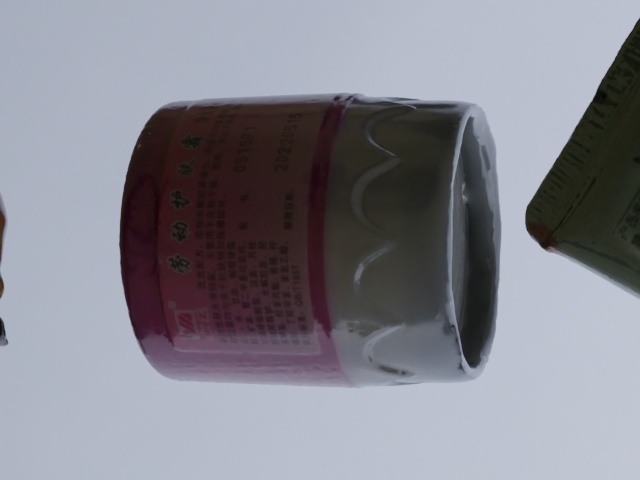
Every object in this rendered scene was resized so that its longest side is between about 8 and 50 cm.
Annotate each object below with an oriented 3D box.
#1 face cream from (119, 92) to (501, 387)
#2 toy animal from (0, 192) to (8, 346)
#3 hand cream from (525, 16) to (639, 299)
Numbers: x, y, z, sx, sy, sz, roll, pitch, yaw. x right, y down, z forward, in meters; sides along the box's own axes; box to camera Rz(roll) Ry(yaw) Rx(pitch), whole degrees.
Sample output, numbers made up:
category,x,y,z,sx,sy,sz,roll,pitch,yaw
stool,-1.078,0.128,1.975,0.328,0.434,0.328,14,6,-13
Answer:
category,x,y,z,sx,sy,sz,roll,pitch,yaw
face cream,0.000,0.000,0.967,0.195,0.175,0.175,-1,-124,17
toy animal,-0.207,-0.068,0.844,0.224,0.066,0.229,98,-19,-62
hand cream,0.233,0.030,0.579,0.341,0.078,0.124,36,-76,29
